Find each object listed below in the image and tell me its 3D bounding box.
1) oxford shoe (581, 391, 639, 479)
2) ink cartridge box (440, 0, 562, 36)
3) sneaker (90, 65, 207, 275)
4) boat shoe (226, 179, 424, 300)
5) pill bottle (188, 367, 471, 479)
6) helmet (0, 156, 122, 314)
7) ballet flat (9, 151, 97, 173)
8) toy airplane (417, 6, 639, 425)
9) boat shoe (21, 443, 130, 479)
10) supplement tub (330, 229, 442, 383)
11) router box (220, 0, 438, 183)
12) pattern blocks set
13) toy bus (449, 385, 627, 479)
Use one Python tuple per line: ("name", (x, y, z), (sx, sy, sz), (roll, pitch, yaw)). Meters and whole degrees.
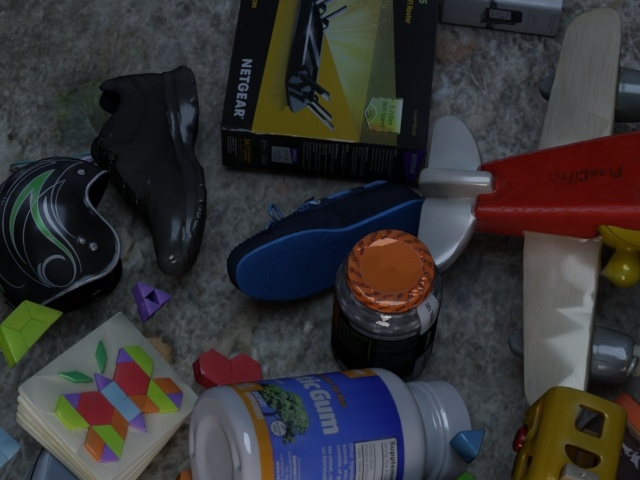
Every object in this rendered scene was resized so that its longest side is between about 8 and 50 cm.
("oxford shoe", (0.373, 0.291, 1.786), (0.098, 0.097, 0.271), (-38, 61, -1))
("ink cartridge box", (0.229, -0.325, 2.127), (0.150, 0.063, 0.109), (8, 61, 3))
("sneaker", (-0.198, -0.078, 1.952), (0.130, 0.109, 0.286), (-2, 52, -11))
("boat shoe", (0.000, 0.000, 1.932), (0.258, 0.109, 0.089), (-15, 37, -31))
("pill bottle", (0.014, 0.211, 1.748), (0.272, 0.152, 0.152), (-5, 59, -27))
("helmet", (-0.297, -0.009, 1.882), (0.169, 0.169, 0.162), (-24, 81, -14))
("ballet flat", (-0.308, -0.080, 1.992), (0.114, 0.041, 0.041), (-8, 62, -5))
("toy airplane", (0.297, -0.030, 1.882), (0.386, 0.272, 0.384), (-47, 49, 8))
("boat shoe", (-0.299, 0.352, 1.697), (0.135, 0.156, 0.367), (27, 47, -18))
("supplement tub", (0.071, 0.073, 1.829), (0.117, 0.190, 0.117), (1, 62, -2))
("router box", (0.017, -0.224, 2.048), (0.242, 0.081, 0.309), (5, 58, 1))
("pattern blocks set", (-0.215, 0.170, 1.758), (0.285, 0.026, 0.325), (37, 45, -8))
("toy bus", (0.243, 0.247, 1.690), (0.191, 0.104, 0.202), (-23, 71, -26))
